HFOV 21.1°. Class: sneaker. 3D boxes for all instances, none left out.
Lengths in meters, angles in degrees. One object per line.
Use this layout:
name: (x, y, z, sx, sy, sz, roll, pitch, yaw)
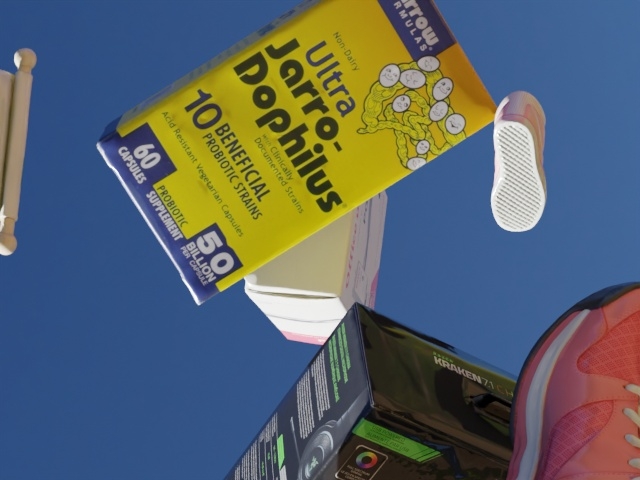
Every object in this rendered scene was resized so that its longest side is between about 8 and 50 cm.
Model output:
sneaker: (0.179, 0.166, 1.074, 0.116, 0.136, 0.314, 51, -121, -36)
sneaker: (0.182, -0.076, 1.562, 0.070, 0.051, 0.134, -74, -18, -47)

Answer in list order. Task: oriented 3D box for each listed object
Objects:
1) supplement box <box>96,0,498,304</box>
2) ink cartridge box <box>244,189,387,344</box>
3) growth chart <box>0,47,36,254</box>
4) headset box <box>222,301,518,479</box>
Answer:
supplement box: (-0.026, -0.121, 1.758, 0.194, 0.356, 0.195, 57, -179, -10)
ink cartridge box: (0.000, 0.000, 2.070, 0.283, 0.117, 0.207, 59, -143, -74)
growth chart: (-0.302, -0.099, 1.150, 0.237, 0.021, 0.172, 15, -109, -19)
headset box: (0.070, 0.213, 1.305, 0.246, 0.283, 0.131, 26, -153, -20)
